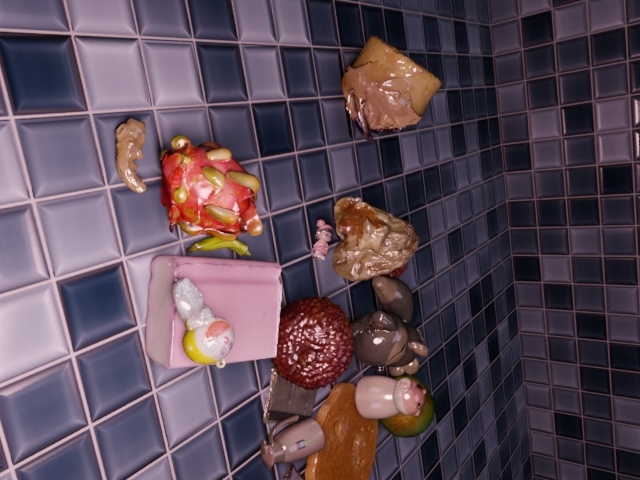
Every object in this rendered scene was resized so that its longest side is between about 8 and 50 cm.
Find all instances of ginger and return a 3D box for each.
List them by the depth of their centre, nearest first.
[{"bbox_3d":[-0.437,-0.197,1.241,0.069,0.051,0.174,1,94,-46],"label":"ginger"}]

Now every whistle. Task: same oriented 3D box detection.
[{"bbox_3d":[-0.265,0.189,1.218,0.122,0.122,0.223,-31,100,-47],"label":"whistle"}]

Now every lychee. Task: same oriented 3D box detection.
[{"bbox_3d":[-0.026,0.300,1.575,0.300,0.264,0.265,-60,137,-66],"label":"lychee"}]

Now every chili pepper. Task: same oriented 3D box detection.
[{"bbox_3d":[-0.271,0.011,1.452,0.208,0.043,0.049,8,109,-46],"label":"chili pepper"}]

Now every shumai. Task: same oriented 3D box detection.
[{"bbox_3d":[0.169,-0.042,1.798,0.313,0.267,0.263,-23,116,-12],"label":"shumai"}]

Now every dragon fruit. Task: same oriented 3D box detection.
[{"bbox_3d":[-0.269,-0.115,1.333,0.307,0.242,0.228,97,-11,-60],"label":"dragon fruit"}]

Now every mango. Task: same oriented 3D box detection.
[{"bbox_3d":[0.336,0.653,2.078,0.225,0.201,0.382,-66,151,-23],"label":"mango"}]

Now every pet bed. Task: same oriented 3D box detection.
[{"bbox_3d":[0.288,0.058,2.136,0.201,0.053,0.202,7,82,-56],"label":"pet bed"}]

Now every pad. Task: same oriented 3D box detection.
[{"bbox_3d":[-0.086,0.492,1.687,0.233,0.022,0.174,30,67,-48],"label":"pad"}]

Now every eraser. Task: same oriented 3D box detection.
[{"bbox_3d":[-0.265,0.180,1.392,0.359,0.122,0.273,5,87,-50],"label":"eraser"}]

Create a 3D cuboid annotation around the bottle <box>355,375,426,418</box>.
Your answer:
[{"bbox_3d":[0.250,0.539,1.851,0.147,0.236,0.148,22,63,-51],"label":"bottle"}]

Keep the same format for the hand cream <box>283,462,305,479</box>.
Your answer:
[{"bbox_3d":[-0.069,0.770,1.697,0.062,0.039,0.163,-50,121,-37],"label":"hand cream"}]

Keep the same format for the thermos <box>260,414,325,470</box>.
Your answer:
[{"bbox_3d":[-0.093,0.599,1.617,0.193,0.105,0.137,-8,99,-39],"label":"thermos"}]

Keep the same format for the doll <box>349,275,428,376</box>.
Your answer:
[{"bbox_3d":[0.213,0.300,1.958,0.382,0.252,0.379,40,27,-47],"label":"doll"}]

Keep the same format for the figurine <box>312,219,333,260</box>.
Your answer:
[{"bbox_3d":[0.000,0.000,1.780,0.072,0.054,0.129,25,76,-39],"label":"figurine"}]

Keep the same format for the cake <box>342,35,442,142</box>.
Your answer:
[{"bbox_3d":[0.225,-0.515,1.926,0.332,0.332,0.321,13,117,-50],"label":"cake"}]

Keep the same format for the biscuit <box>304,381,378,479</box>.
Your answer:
[{"bbox_3d":[0.076,0.709,1.848,0.365,0.062,0.385,55,46,-33],"label":"biscuit"}]
